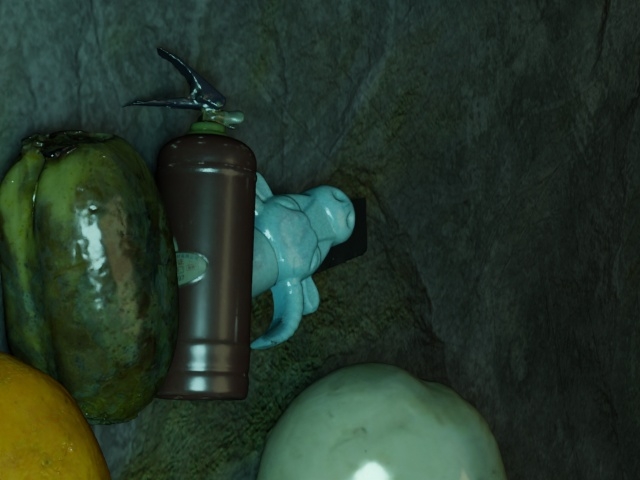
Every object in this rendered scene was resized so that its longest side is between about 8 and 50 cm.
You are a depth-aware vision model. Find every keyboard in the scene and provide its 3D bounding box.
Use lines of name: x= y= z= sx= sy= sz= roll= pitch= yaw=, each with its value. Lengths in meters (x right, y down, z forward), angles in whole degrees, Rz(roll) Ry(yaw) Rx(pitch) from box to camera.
keyboard: x=-0.002 y=0.000 z=1.901 sx=0.196 sy=0.015 sz=0.074 roll=-20 pitch=109 yaw=-54

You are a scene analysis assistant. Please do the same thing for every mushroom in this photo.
mushroom: x=0.071 y=0.305 z=1.892 sx=0.336 sy=0.315 sz=0.314 roll=89 pitch=16 yaw=-77

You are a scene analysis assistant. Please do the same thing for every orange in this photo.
orange: x=-0.291 y=0.225 z=1.314 sx=0.284 sy=0.226 sz=0.283 roll=-27 pitch=121 yaw=-59

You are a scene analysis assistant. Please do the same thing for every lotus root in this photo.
lotus root: x=-0.204 y=0.037 z=1.473 sx=0.160 sy=0.152 sz=0.274 roll=-34 pitch=125 yaw=-59

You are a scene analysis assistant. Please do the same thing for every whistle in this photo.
whistle: x=-0.063 y=0.011 z=1.735 sx=0.274 sy=0.093 sz=0.186 roll=-31 pitch=98 yaw=-41

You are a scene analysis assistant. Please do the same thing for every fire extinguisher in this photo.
fire extinguisher: x=-0.131 y=-0.017 z=1.596 sx=0.138 sy=0.102 sz=0.343 roll=4 pitch=81 yaw=-21
